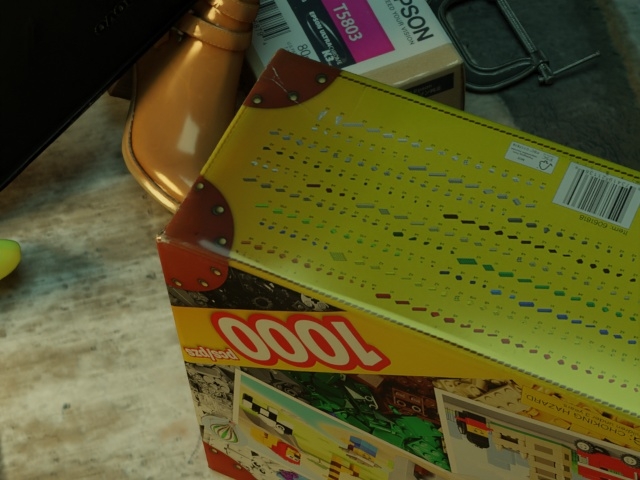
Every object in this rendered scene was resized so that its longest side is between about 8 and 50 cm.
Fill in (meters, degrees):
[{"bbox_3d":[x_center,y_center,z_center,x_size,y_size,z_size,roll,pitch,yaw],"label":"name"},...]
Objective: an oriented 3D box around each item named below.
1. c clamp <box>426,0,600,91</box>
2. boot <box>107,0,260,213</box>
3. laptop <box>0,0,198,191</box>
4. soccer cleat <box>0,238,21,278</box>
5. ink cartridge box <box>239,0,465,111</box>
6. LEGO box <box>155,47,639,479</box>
[{"bbox_3d":[0.182,-0.209,1.652,0.137,0.022,0.161,-28,61,-9],"label":"c clamp"},{"bbox_3d":[-0.095,-0.163,1.514,0.109,0.220,0.283,13,37,-36],"label":"boot"},{"bbox_3d":[-0.383,-0.283,1.481,0.382,0.236,0.408,-42,65,13],"label":"laptop"},{"bbox_3d":[-0.410,0.060,1.476,0.289,0.093,0.121,-12,87,-11],"label":"soccer cleat"},{"bbox_3d":[0.008,-0.201,1.613,0.193,0.088,0.235,-22,57,-10],"label":"ink cartridge box"},{"bbox_3d":[0.156,0.110,1.227,0.500,0.372,0.193,20,60,16],"label":"LEGO box"}]
